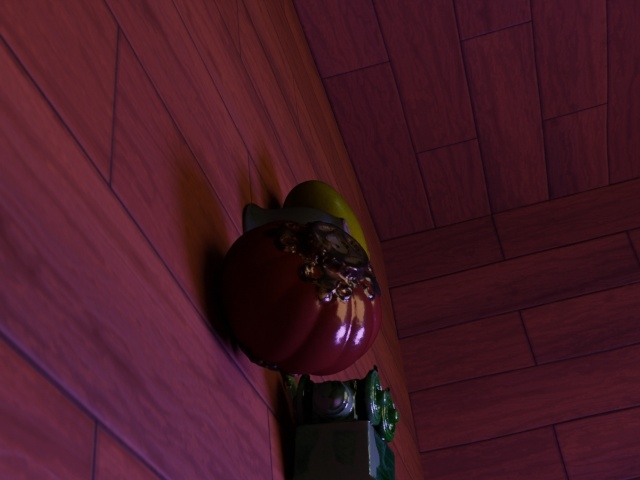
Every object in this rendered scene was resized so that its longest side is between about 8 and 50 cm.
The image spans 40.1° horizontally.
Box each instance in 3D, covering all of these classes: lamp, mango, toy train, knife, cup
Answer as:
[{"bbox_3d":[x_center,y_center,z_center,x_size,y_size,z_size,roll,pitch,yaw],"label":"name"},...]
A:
[{"bbox_3d":[-0.029,0.080,1.151,0.227,0.227,0.227,-14,90,-82],"label":"lamp"},{"bbox_3d":[0.001,-0.002,1.612,0.185,0.149,0.273,98,-22,-60],"label":"mango"},{"bbox_3d":[0.042,0.310,1.355,0.266,0.145,0.202,59,28,-61],"label":"toy train"},{"bbox_3d":[-0.059,0.184,1.389,0.054,0.015,0.212,-81,155,-71],"label":"knife"},{"bbox_3d":[-0.024,0.019,1.435,0.199,0.150,0.199,-14,90,-82],"label":"cup"}]
